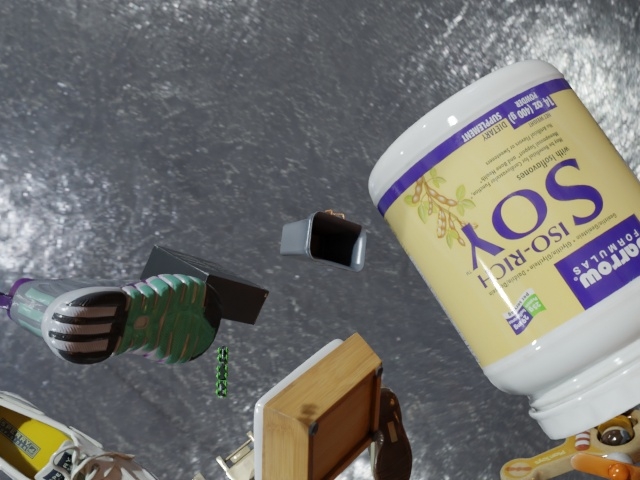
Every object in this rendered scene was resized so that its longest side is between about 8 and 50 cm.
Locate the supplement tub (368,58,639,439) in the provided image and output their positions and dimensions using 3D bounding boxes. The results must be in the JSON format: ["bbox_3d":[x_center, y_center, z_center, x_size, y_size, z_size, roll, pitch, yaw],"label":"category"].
[{"bbox_3d":[0.228,0.009,0.873,0.241,0.241,0.331,-36,79,15],"label":"supplement tub"}]

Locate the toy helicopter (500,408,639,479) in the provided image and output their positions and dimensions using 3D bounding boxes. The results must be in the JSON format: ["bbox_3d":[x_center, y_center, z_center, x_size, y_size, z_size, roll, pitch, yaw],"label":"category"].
[{"bbox_3d":[0.552,0.456,1.764,0.355,0.235,0.140,-20,112,-5],"label":"toy helicopter"}]

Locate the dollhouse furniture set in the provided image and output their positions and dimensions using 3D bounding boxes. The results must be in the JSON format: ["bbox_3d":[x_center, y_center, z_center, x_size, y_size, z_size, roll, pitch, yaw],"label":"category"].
[{"bbox_3d":[-0.154,0.484,1.594,0.183,0.129,0.129,-38,63,-10],"label":"dollhouse furniture set"}]

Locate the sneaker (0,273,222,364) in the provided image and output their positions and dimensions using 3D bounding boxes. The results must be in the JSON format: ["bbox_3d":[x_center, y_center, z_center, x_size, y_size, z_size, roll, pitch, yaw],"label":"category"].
[{"bbox_3d":[-0.176,0.057,0.741,0.098,0.223,0.083,18,91,26],"label":"sneaker"}]

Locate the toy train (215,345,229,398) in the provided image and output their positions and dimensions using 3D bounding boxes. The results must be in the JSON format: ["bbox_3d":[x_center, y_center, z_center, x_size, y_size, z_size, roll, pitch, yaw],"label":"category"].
[{"bbox_3d":[-0.144,0.196,1.242,0.017,0.024,0.083,-3,57,1],"label":"toy train"}]

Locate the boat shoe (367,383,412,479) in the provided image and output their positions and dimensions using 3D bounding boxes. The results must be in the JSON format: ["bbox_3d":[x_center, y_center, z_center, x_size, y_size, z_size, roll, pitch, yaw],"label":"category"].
[{"bbox_3d":[0.141,0.427,1.831,0.095,0.095,0.257,-9,105,-15],"label":"boat shoe"}]

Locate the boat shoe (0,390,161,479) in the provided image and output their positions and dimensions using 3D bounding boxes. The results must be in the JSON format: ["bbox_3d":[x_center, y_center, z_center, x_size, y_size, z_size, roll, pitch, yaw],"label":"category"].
[{"bbox_3d":[-0.363,0.330,1.211,0.367,0.156,0.136,35,75,5],"label":"boat shoe"}]

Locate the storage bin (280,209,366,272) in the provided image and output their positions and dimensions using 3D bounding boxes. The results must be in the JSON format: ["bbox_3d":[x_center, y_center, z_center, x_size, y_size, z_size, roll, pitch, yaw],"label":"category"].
[{"bbox_3d":[0.000,0.000,1.436,0.091,0.135,0.098,-5,74,44],"label":"storage bin"}]

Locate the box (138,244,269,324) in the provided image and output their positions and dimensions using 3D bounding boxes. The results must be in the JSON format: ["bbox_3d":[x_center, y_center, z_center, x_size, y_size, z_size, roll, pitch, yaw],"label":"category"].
[{"bbox_3d":[-0.275,0.110,2.016,0.184,0.261,0.103,22,90,31],"label":"box"}]

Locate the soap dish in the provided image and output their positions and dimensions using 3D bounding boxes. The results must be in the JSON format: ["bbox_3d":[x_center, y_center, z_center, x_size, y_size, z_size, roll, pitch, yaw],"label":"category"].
[{"bbox_3d":[0.004,0.334,1.553,0.118,0.291,0.229,19,121,31],"label":"soap dish"}]
